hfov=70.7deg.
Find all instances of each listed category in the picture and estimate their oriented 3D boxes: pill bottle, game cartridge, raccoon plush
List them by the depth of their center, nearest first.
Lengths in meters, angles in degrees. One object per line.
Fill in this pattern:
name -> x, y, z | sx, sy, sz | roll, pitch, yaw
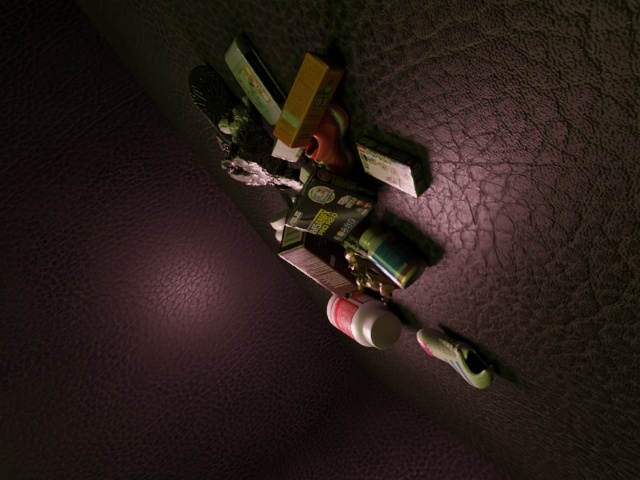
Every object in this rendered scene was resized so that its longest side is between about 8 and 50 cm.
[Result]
pill bottle -> 0.238, 0.049, 1.520 | 0.221, 0.124, 0.124 | 43, 164, 23
game cartridge -> -0.210, -0.529, 1.527 | 0.297, 0.062, 0.198 | 54, 161, -17
raccoon plush -> -0.192, -0.368, 1.783 | 0.447, 0.298, 0.216 | 21, 159, -21
pill bottle -> 0.216, 0.386, 2.239 | 0.229, 0.229, 0.408 | 55, 165, -22
pill bottle -> -0.128, -0.013, 2.364 | 0.301, 0.169, 0.169 | 54, 165, -20

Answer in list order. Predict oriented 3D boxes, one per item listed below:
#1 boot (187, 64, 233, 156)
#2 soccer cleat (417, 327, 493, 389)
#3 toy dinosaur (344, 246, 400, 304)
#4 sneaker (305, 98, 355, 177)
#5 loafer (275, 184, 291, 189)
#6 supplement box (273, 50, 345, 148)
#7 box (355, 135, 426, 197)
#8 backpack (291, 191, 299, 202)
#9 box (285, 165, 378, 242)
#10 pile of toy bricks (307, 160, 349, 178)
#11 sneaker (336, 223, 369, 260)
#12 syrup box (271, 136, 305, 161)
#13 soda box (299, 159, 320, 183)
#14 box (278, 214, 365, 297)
boot -> -0.448, -0.546, 2.065 | 0.366, 0.146, 0.445 | 62, 175, -1
soccer cleat -> 0.514, 0.416, 1.713 | 0.331, 0.116, 0.143 | 36, 145, 35
toy dinosaur -> 0.208, 0.137, 1.632 | 0.296, 0.127, 0.200 | 13, 150, -11
sneaker -> 0.011, -0.276, 1.342 | 0.116, 0.136, 0.313 | 43, 165, 28
loafer -> -0.195, -0.295, 2.068 | 0.220, 0.080, 0.078 | 34, 126, 49
supplement box -> -0.032, -0.351, 1.143 | 0.080, 0.078, 0.233 | 43, 126, 22
box -> 0.187, -0.200, 1.210 | 0.207, 0.036, 0.114 | 36, 161, 42
backpack -> -0.034, -0.126, 1.858 | 0.188, 0.144, 0.165 | 44, 171, 38
box -> 0.030, -0.106, 1.465 | 0.217, 0.060, 0.270 | 18, 145, -16
pile of toy bricks -> 0.005, -0.232, 1.531 | 0.212, 0.105, 0.118 | 54, 165, -16
sneaker -> 0.114, -0.032, 1.684 | 0.279, 0.118, 0.107 | 42, 142, -6
syrup box -> -0.095, -0.346, 1.500 | 0.097, 0.093, 0.237 | 14, 171, -11
soda box -> 0.022, -0.193, 1.633 | 0.216, 0.069, 0.073 | 44, 152, 18
box -> 0.022, 0.054, 1.775 | 0.143, 0.191, 0.381 | -19, 138, 35
